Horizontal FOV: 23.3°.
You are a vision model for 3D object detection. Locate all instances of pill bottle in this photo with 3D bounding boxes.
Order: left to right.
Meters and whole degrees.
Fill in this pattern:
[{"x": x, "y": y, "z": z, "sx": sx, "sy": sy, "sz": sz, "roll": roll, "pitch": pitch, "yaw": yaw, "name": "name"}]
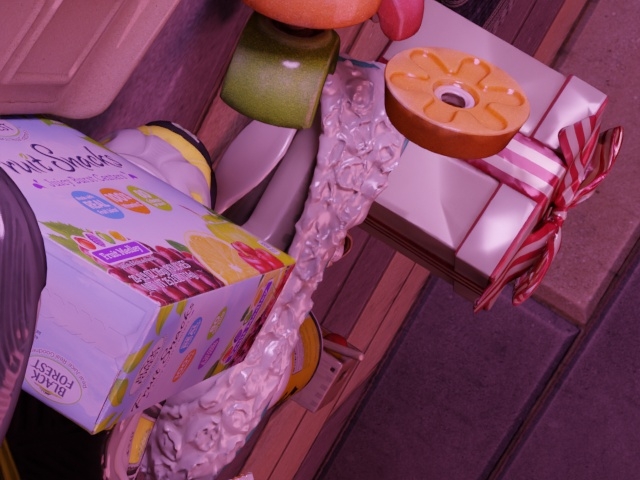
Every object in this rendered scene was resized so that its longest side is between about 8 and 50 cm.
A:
[{"x": -0.075, "y": 0.109, "z": 1.487, "sx": 0.119, "sy": 0.119, "sz": 0.208, "roll": -59, "pitch": 170, "yaw": 9, "name": "pill bottle"}]

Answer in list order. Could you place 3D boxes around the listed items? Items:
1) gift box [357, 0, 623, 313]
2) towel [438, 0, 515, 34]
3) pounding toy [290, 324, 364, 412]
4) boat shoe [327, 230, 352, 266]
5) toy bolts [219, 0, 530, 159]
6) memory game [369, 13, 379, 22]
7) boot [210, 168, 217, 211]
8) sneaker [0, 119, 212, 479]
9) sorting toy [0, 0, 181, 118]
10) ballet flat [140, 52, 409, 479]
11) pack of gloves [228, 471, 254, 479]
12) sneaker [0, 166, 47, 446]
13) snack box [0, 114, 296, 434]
[{"x": 0.154, "y": -0.075, "z": 1.642, "sx": 0.255, "sy": 0.258, "sz": 0.276, "roll": -58, "pitch": 171, "yaw": -2, "name": "gift box"}, {"x": 0.223, "y": -0.362, "z": 1.749, "sx": 0.324, "sy": 0.056, "sz": 0.312, "roll": -54, "pitch": 167, "yaw": -11, "name": "towel"}, {"x": -0.012, "y": 0.136, "z": 1.856, "sx": 0.100, "sy": 0.130, "sz": 0.141, "roll": -60, "pitch": 170, "yaw": 10, "name": "pounding toy"}, {"x": 0.000, "y": 0.000, "z": 1.697, "sx": 0.063, "sy": 0.059, "sz": 0.170, "roll": -60, "pitch": 170, "yaw": 12, "name": "boat shoe"}, {"x": 0.055, "y": -0.185, "z": 1.041, "sx": 0.228, "sy": 0.218, "sz": 0.158, "roll": -75, "pitch": -178, "yaw": -53, "name": "toy bolts"}, {"x": 0.082, "y": -0.268, "z": 1.333, "sx": 0.186, "sy": 0.012, "sz": 0.186, "roll": -48, "pitch": 162, "yaw": -21, "name": "memory game"}, {"x": -0.143, "y": 0.059, "z": 1.098, "sx": 0.176, "sy": 0.088, "sz": 0.244, "roll": 95, "pitch": 20, "yaw": -69, "name": "boot"}, {"x": -0.150, "y": 0.092, "z": 0.995, "sx": 0.385, "sy": 0.145, "sz": 0.147, "roll": -60, "pitch": 176, "yaw": 36, "name": "sneaker"}, {"x": -0.083, "y": -0.185, "z": 0.694, "sx": 0.307, "sy": 0.041, "sz": 0.229, "roll": -54, "pitch": 167, "yaw": 12, "name": "sorting toy"}, {"x": -0.072, "y": 0.017, "z": 1.284, "sx": 0.409, "sy": 0.147, "sz": 0.147, "roll": -61, "pitch": 170, "yaw": 3, "name": "ballet flat"}, {"x": -0.123, "y": 0.326, "z": 1.318, "sx": 0.195, "sy": 0.232, "sz": 0.046, "roll": -19, "pitch": -164, "yaw": -13, "name": "pack of gloves"}, {"x": -0.247, "y": 0.124, "z": 0.652, "sx": 0.447, "sy": 0.169, "sz": 0.257, "roll": -51, "pitch": 180, "yaw": 12, "name": "sneaker"}, {"x": -0.124, "y": 0.002, "z": 0.729, "sx": 0.070, "sy": 0.174, "sz": 0.207, "roll": -61, "pitch": 169, "yaw": 10, "name": "snack box"}]
